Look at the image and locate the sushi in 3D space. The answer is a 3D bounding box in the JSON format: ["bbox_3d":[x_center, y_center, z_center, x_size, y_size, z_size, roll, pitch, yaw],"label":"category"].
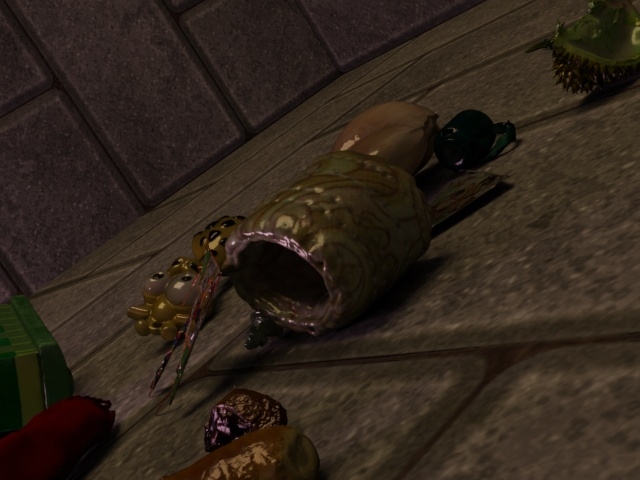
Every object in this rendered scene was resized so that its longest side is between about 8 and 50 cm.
[{"bbox_3d":[-0.062,0.143,0.756,0.047,0.050,0.099,-48,8,-34],"label":"sushi"}]

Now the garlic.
[{"bbox_3d":[0.062,-0.099,1.244,0.228,0.110,0.217,-42,0,-37],"label":"garlic"}]

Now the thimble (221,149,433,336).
[{"bbox_3d":[0.000,0.000,0.932,0.190,0.137,0.143,2,36,48],"label":"thimble"}]

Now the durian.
[{"bbox_3d":[0.317,-0.224,1.137,0.215,0.100,0.086,-33,6,-38],"label":"durian"}]

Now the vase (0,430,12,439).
[{"bbox_3d":[-0.477,0.274,1.282,0.060,0.060,0.211,-22,15,42],"label":"vase"}]

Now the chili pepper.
[{"bbox_3d":[-0.316,0.240,0.903,0.110,0.110,0.387,-24,9,35],"label":"chili pepper"}]

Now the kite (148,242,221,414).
[{"bbox_3d":[-0.142,0.091,1.007,0.244,0.006,0.198,126,157,-48],"label":"kite"}]

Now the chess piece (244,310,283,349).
[{"bbox_3d":[-0.033,0.060,1.010,0.059,0.059,0.149,-19,21,50],"label":"chess piece"}]

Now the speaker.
[{"bbox_3d":[0.191,-0.118,1.182,0.094,0.060,0.075,17,39,27],"label":"speaker"}]

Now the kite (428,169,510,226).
[{"bbox_3d":[0.113,-0.028,1.088,0.250,0.012,0.229,-23,11,42],"label":"kite"}]

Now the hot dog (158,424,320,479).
[{"bbox_3d":[-0.128,0.205,0.647,0.286,0.061,0.088,-31,0,1],"label":"hot dog"}]

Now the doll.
[{"bbox_3d":[-0.162,0.044,1.345,0.117,0.086,0.291,6,30,22],"label":"doll"}]

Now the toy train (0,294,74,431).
[{"bbox_3d":[-0.442,0.163,1.257,0.202,0.120,0.301,-7,14,-25],"label":"toy train"}]
